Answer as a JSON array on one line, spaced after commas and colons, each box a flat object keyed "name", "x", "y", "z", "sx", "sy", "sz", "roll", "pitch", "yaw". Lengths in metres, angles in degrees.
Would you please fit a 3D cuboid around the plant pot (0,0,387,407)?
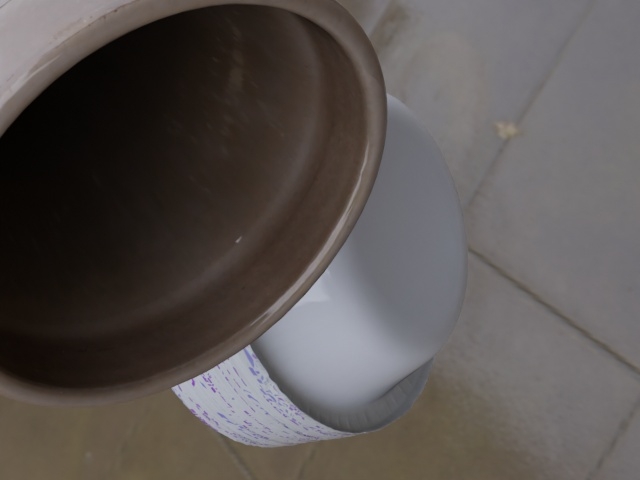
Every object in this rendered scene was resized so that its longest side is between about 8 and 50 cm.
[{"name": "plant pot", "x": -0.131, "y": -0.080, "z": 0.766, "sx": 0.263, "sy": 0.263, "sz": 0.229, "roll": -53, "pitch": 52, "yaw": 16}]

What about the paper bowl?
[{"name": "paper bowl", "x": 0.000, "y": 0.000, "z": 1.006, "sx": 0.148, "sy": 0.284, "sz": 0.284, "roll": -12, "pitch": 58, "yaw": 34}]
